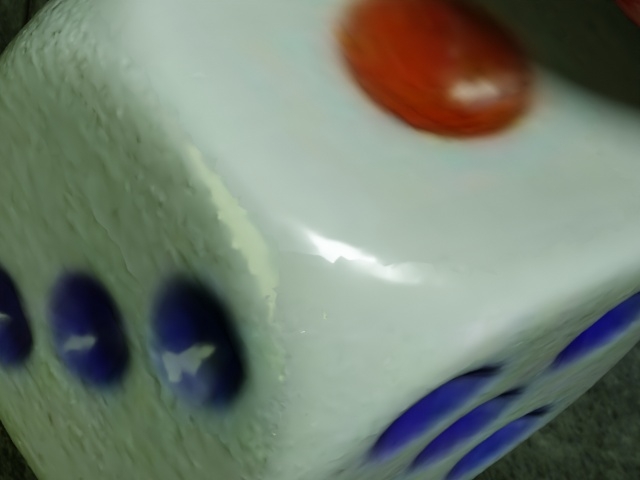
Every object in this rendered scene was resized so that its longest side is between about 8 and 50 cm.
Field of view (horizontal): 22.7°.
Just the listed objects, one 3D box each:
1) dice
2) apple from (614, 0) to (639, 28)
[{"bbox_3d":[0.000,0.000,0.861,0.277,0.304,0.304,51,139,18],"label":"dice"},{"bbox_3d":[0.253,-0.228,0.652,0.345,0.344,0.269,-35,41,49],"label":"apple"}]
